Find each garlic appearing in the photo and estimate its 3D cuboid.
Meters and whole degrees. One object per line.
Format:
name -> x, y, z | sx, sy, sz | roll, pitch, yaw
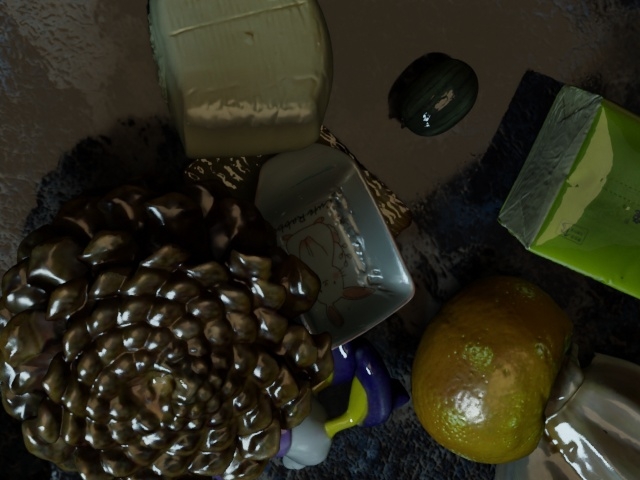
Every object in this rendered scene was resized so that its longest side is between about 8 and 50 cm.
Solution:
garlic -> 0.363, 0.300, 1.707 | 0.279, 0.132, 0.325 | -42, 100, 12

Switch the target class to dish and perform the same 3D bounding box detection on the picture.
dish -> 0.000, 0.000, 1.566 | 0.154, 0.064, 0.234 | -30, 102, -23

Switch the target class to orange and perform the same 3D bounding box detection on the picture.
orange -> 0.203, 0.161, 1.611 | 0.158, 0.179, 0.237 | 2, 114, -53

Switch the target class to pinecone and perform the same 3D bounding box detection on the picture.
pinecone -> -0.189, 0.086, 1.459 | 0.384, 0.384, 0.385 | -2, 104, -8

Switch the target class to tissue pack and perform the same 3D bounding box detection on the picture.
tissue pack -> 0.392, -0.040, 1.604 | 0.274, 0.167, 0.200 | 24, 99, -12

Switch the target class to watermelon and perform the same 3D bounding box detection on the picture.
watermelon -> 0.142, -0.170, 1.584 | 0.110, 0.078, 0.078 | -44, 105, 9

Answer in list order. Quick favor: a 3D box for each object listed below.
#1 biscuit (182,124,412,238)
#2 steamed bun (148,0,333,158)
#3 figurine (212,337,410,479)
biscuit -> -0.026, -0.054, 1.614 | 0.172, 0.029, 0.254 | -45, 105, 3
steamed bun -> -0.090, -0.210, 1.494 | 0.200, 0.155, 0.250 | -8, 78, -7
figurine -> -0.099, 0.244, 1.621 | 0.420, 0.154, 0.193 | -24, 142, -10
